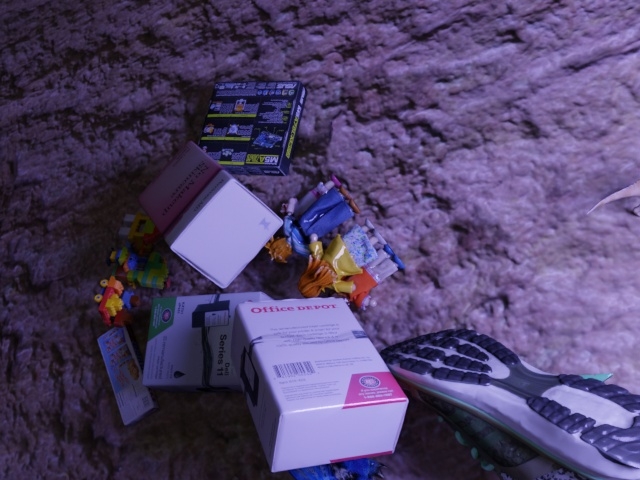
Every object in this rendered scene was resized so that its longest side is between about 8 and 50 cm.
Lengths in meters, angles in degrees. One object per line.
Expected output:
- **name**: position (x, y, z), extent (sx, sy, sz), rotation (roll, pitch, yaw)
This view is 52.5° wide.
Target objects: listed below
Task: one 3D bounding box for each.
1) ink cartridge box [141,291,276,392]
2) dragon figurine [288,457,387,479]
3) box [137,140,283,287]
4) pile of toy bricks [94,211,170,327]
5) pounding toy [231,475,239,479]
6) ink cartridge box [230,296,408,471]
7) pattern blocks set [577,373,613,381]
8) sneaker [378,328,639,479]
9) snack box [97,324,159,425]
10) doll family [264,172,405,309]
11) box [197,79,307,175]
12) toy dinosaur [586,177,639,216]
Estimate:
- **ink cartridge box**: position (-0.176, 0.170, 1.070), extent (0.208, 0.087, 0.153), rotation (-6, 68, 20)
- **dragon figurine**: position (0.004, 0.300, 0.910), extent (0.085, 0.144, 0.289), rotation (-48, 60, -2)
- **box**: position (-0.193, -0.051, 1.098), extent (0.149, 0.127, 0.232), rotation (-49, 36, -2)
- **pile of toy bricks**: position (-0.321, 0.061, 1.176), extent (0.105, 0.118, 0.212), rotation (7, 53, 3)
- **pounding toy**: position (-0.148, 0.436, 0.939), extent (0.100, 0.130, 0.141), rotation (35, 85, 18)
- **ink cartridge box**: position (-0.014, 0.184, 0.892), extent (0.237, 0.171, 0.100), rotation (-125, 40, -55)
- **pattern blocks set**: position (0.409, 0.317, 0.804), extent (0.285, 0.026, 0.325), rotation (-17, 64, 15)
- **sneaker**: position (0.222, 0.244, 0.830), extent (0.410, 0.158, 0.182), rotation (19, 115, 49)
- **snack box**: position (-0.343, 0.233, 1.152), extent (0.064, 0.022, 0.178), rotation (-34, 61, 8)
- **doll family**: position (0.000, 0.000, 1.047), extent (0.163, 0.118, 0.263), rotation (-38, 60, 5)
- **box**: position (-0.134, -0.215, 1.233), extent (0.190, 0.045, 0.184), rotation (4, 74, 23)
- **toy dinosaur**: position (0.454, -0.073, 0.903), extent (0.183, 0.092, 0.053), rotation (-19, 63, 14)
